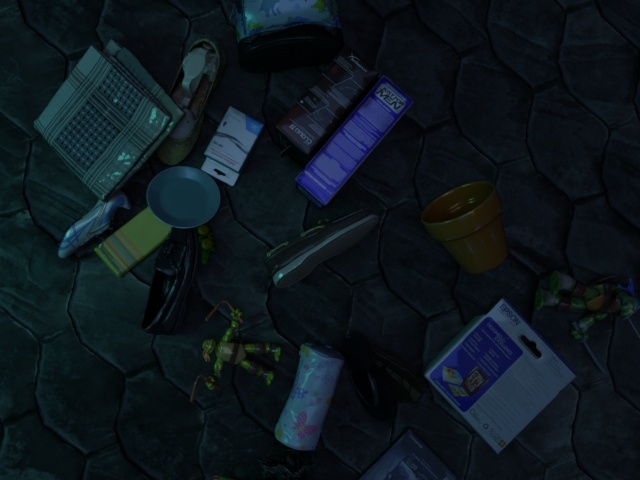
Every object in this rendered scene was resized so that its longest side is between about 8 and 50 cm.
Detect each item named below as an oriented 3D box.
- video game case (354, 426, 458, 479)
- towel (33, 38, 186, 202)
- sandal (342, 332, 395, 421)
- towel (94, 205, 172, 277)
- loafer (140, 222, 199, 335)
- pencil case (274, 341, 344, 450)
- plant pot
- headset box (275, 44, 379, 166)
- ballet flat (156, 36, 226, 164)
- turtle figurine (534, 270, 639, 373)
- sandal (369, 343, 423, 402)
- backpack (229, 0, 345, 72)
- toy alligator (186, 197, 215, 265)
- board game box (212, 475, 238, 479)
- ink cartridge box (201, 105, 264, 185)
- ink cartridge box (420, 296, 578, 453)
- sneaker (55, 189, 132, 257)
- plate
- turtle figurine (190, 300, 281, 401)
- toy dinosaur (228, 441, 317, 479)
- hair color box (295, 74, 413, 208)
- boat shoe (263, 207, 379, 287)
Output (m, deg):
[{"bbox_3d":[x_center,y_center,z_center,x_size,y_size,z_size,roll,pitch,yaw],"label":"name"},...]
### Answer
[{"bbox_3d":[0.214,0.678,1.569,0.274,0.026,0.196,-44,93,-3],"label":"video game case"},{"bbox_3d":[-0.538,-0.309,1.435,0.324,0.056,0.312,-46,76,6],"label":"towel"},{"bbox_3d":[0.117,0.372,1.520,0.097,0.054,0.255,-22,96,31],"label":"sandal"},{"bbox_3d":[-0.476,-0.012,1.520,0.237,0.021,0.102,-39,98,-3],"label":"towel"},{"bbox_3d":[-0.390,0.099,1.470,0.109,0.095,0.303,12,93,37],"label":"loafer"},{"bbox_3d":[-0.030,0.409,1.506,0.124,0.113,0.273,17,89,6],"label":"pencil case"},{"bbox_3d":[0.395,-0.024,1.497,0.205,0.205,0.188,-32,108,-3],"label":"plant pot"},{"bbox_3d":[0.001,-0.319,1.446,0.110,0.218,0.293,41,89,-2],"label":"headset box"},{"bbox_3d":[-0.346,-0.366,1.475,0.123,0.123,0.349,24,89,-4],"label":"ballet flat"},{"bbox_3d":[0.720,0.202,1.511,0.266,0.198,0.275,16,86,0],"label":"turtle figurine"},{"bbox_3d":[0.188,0.349,1.547,0.219,0.060,0.090,34,115,11],"label":"sandal"},{"bbox_3d":[-0.092,-0.642,1.440,0.289,0.273,0.356,-4,79,3],"label":"backpack"},{"bbox_3d":[-0.314,-0.028,1.516,0.051,0.056,0.190,-8,76,-42],"label":"toy alligator"},{"bbox_3d":[-0.158,0.668,1.424,0.259,0.039,0.124,3,108,25],"label":"board game box"},{"bbox_3d":[-0.234,-0.246,1.508,0.104,0.060,0.180,28,87,-4],"label":"ink cartridge box"},{"bbox_3d":[0.484,0.365,1.563,0.307,0.072,0.304,-43,92,-4],"label":"ink cartridge box"},{"bbox_3d":[-0.589,-0.035,1.481,0.237,0.085,0.086,-45,100,1],"label":"sneaker"},{"bbox_3d":[-0.357,-0.111,1.493,0.188,0.024,0.188,6,61,-12],"label":"plate"},{"bbox_3d":[-0.225,0.309,1.505,0.217,0.087,0.270,19,81,-11],"label":"turtle figurine"},{"bbox_3d":[-0.091,0.653,1.484,0.321,0.164,0.219,5,94,-1],"label":"toy dinosaur"},{"bbox_3d":[0.078,-0.242,1.468,0.110,0.185,0.339,42,88,-2],"label":"hair color box"},{"bbox_3d":[0.000,0.000,1.505,0.324,0.117,0.097,-33,64,-2],"label":"boat shoe"}]
